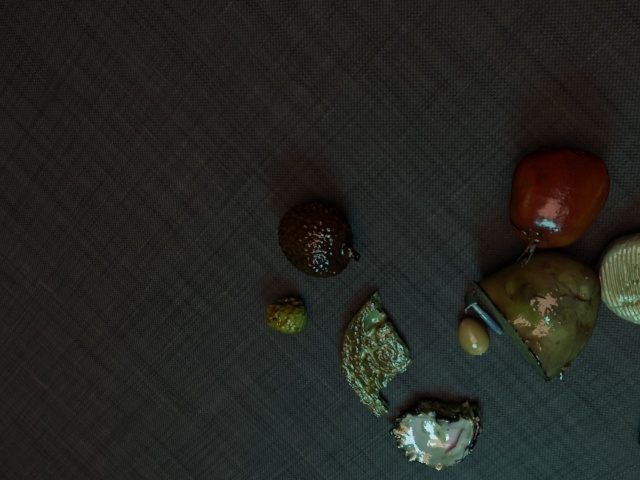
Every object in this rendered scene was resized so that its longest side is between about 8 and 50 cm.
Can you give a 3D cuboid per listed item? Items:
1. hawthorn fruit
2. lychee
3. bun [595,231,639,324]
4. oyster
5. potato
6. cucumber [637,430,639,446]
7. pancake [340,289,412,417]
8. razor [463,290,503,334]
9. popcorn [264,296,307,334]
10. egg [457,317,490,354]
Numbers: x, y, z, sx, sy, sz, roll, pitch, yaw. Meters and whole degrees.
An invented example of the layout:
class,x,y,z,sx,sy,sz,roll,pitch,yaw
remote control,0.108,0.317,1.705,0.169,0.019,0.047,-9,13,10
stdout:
class,x,y,z,sx,sy,sz,roll,pitch,yaw
hawthorn fruit,0.518,-0.072,1.424,0.211,0.211,0.299,23,81,8
lychee,0.000,0.000,1.621,0.238,0.200,0.200,19,111,26
bun,0.758,0.079,1.465,0.220,0.134,0.220,11,106,41
oyster,0.328,0.526,1.750,0.198,0.092,0.259,49,121,-3
potato,0.549,0.154,1.500,0.237,0.289,0.301,-35,66,4
cucumber,0.854,0.423,1.589,0.078,0.062,0.211,1,103,-20
pancake,0.157,0.318,1.751,0.197,0.054,0.377,7,110,15
razor,0.426,0.197,1.641,0.040,0.068,0.135,-39,105,24
popcorn,-0.092,0.205,1.752,0.116,0.121,0.106,31,78,-3
egg,0.397,0.247,1.644,0.080,0.080,0.096,-17,105,19
